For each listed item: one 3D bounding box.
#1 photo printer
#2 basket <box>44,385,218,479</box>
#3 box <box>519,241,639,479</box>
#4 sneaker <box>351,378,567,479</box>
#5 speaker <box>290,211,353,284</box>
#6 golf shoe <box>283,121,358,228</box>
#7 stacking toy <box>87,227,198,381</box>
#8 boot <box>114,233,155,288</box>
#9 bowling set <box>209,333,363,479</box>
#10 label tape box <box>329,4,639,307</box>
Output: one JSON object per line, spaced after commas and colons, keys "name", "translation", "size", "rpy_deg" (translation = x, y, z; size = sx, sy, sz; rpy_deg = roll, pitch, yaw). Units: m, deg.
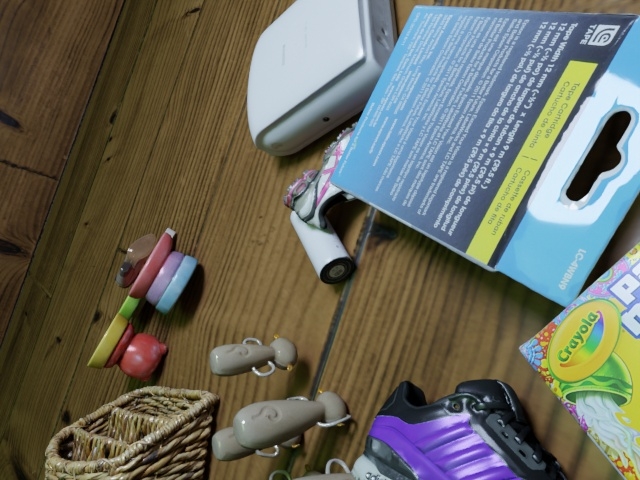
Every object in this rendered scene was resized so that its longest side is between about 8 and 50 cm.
{"name": "photo printer", "translation": [-0.014, -0.304, 0.850], "size": [0.307, 0.107, 0.256], "rpy_deg": [-23, 58, 41]}
{"name": "basket", "translation": [-0.355, 0.367, 0.869], "size": [0.299, 0.213, 0.223], "rpy_deg": [-11, 67, 45]}
{"name": "box", "translation": [0.329, 0.078, 0.248], "size": [0.290, 0.177, 0.279], "rpy_deg": [-51, 43, 21]}
{"name": "sneaker", "translation": [0.163, 0.202, 0.445], "size": [0.293, 0.102, 0.146], "rpy_deg": [7, 66, 44]}
{"name": "speaker", "translation": [0.000, 0.000, 0.747], "size": [0.055, 0.055, 0.136], "rpy_deg": [-50, 44, 22]}
{"name": "golf shoe", "translation": [0.033, -0.098, 0.739], "size": [0.086, 0.067, 0.186], "rpy_deg": [40, 84, 13]}
{"name": "stacking toy", "translation": [-0.360, 0.135, 1.099], "size": [0.309, 0.130, 0.279], "rpy_deg": [-57, 15, 11]}
{"name": "boot", "translation": [-0.393, 0.047, 1.050], "size": [0.118, 0.042, 0.087], "rpy_deg": [-56, 0, -31]}
{"name": "bowling set", "translation": [-0.052, 0.279, 0.649], "size": [0.287, 0.154, 0.200], "rpy_deg": [54, 134, 44]}
{"name": "label tape box", "translation": [0.192, -0.107, 0.535], "size": [0.347, 0.115, 0.249], "rpy_deg": [35, 101, 47]}
